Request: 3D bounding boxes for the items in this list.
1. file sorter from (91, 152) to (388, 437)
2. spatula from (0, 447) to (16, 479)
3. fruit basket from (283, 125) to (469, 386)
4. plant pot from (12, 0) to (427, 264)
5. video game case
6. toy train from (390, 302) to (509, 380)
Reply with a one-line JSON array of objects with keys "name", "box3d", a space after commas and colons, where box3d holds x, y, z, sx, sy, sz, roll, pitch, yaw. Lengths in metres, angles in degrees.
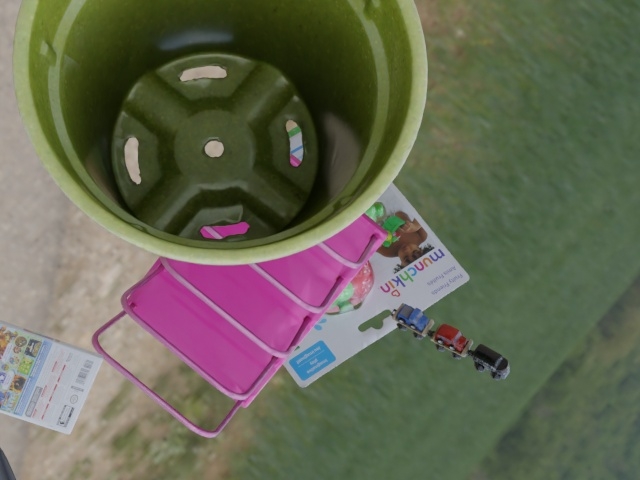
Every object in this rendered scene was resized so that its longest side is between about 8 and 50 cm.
[{"name": "file sorter", "box3d": [-0.099, 0.055, 1.590, 0.290, 0.202, 0.182, -51, 179, 17]}, {"name": "spatula", "box3d": [-0.193, 0.280, 0.933, 0.030, 0.296, 0.084, -11, 177, -39]}, {"name": "fruit basket", "box3d": [0.000, 0.000, 2.074, 0.327, 0.353, 0.165, -31, 156, -20]}, {"name": "plant pot", "box3d": [-0.076, -0.097, 1.024, 0.276, 0.276, 0.254, -46, 176, -11]}, {"name": "video game case", "box3d": [-0.279, 0.128, 1.295, 0.087, 0.122, 0.011, -65, -162, 14]}, {"name": "toy train", "box3d": [0.151, 0.117, 1.602, 0.027, 0.158, 0.036, -53, 158, -25]}]
